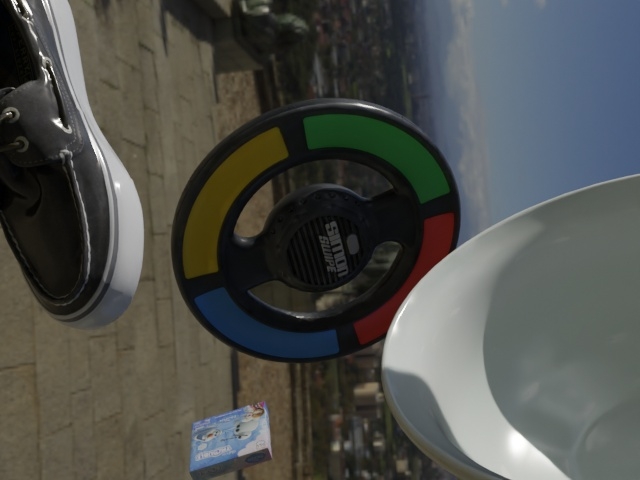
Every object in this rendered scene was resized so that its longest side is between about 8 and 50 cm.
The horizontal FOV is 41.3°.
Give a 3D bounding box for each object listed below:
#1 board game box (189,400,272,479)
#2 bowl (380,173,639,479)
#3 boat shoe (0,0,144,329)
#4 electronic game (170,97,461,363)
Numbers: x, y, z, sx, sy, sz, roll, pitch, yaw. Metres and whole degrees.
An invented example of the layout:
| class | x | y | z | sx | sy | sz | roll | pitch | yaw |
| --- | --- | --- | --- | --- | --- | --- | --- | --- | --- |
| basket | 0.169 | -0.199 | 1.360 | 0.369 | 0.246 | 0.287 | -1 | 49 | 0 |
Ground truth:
| class | x | y | z | sx | sy | sz | roll | pitch | yaw |
| --- | --- | --- | --- | --- | --- | --- | --- | --- | --- |
| board game box | -0.101 | 0.225 | 0.957 | 0.090 | 0.090 | 0.020 | -105 | 177 | -65 |
| bowl | 0.193 | 0.082 | 0.466 | 0.298 | 0.298 | 0.134 | -78 | 149 | -61 |
| boat shoe | -0.160 | -0.061 | 0.451 | 0.076 | 0.080 | 0.228 | 19 | 50 | -59 |
| electronic game | 0.000 | 0.000 | 0.657 | 0.048 | 0.229 | 0.229 | -117 | -166 | -57 |
